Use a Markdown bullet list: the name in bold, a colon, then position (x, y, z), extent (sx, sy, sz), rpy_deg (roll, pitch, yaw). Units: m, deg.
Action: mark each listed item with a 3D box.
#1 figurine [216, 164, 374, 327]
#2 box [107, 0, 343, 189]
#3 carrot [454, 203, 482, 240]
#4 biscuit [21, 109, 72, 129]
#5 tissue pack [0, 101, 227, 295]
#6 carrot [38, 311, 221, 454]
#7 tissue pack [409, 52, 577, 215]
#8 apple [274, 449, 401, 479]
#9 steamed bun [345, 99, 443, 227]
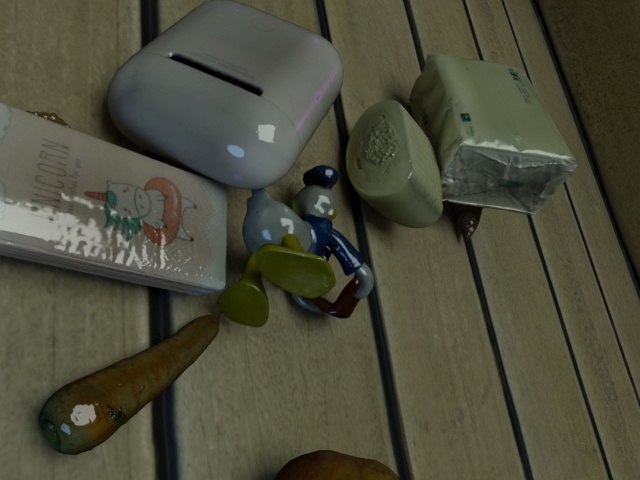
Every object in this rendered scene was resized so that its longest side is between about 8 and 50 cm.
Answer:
- **figurine**: position (0.000, 0.000, 0.872), extent (0.283, 0.204, 0.339), rpy_deg (48, 36, -33)
- **box**: position (-0.132, -0.240, 0.846), extent (0.288, 0.141, 0.349), rpy_deg (24, 49, 4)
- **carrot**: position (0.385, -0.116, 1.425), extent (0.101, 0.101, 0.263), rpy_deg (28, 55, -33)
- **biscuit**: position (-0.361, -0.106, 0.688), extent (0.237, 0.026, 0.131), rpy_deg (46, 42, -19)
- **tissue pack**: position (-0.269, -0.040, 0.675), extent (0.325, 0.071, 0.170), rpy_deg (19, 59, -40)
- **carrot**: position (-0.206, 0.155, 0.680), extent (0.078, 0.078, 0.298), rpy_deg (60, 36, -3)
- **tissue pack**: position (0.391, -0.264, 1.314), extent (0.296, 0.207, 0.381), rpy_deg (6, 48, -13)
- **apple**: position (0.025, 0.375, 0.685), extent (0.211, 0.211, 0.188), rpy_deg (34, 48, -28)
- **steamed bun**: position (0.156, -0.150, 1.145), extent (0.200, 0.154, 0.250), rpy_deg (34, 46, -47)
